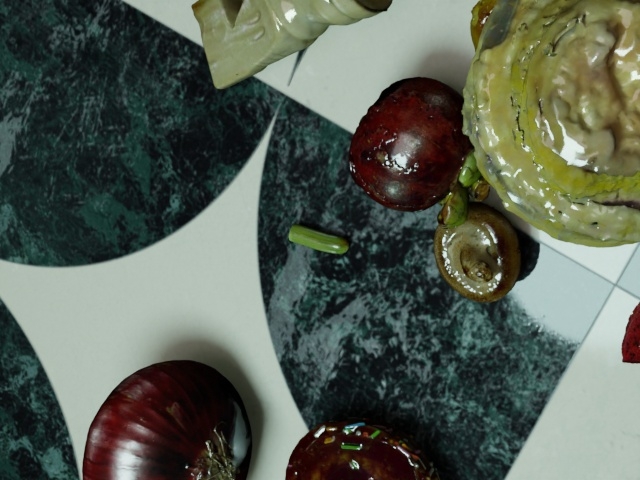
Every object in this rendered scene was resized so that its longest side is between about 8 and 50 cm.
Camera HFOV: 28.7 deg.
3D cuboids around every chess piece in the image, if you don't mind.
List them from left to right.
[{"bbox_3d":[-0.049,-0.293,1.593,0.301,0.137,0.137,-23,92,41],"label":"chess piece"}]

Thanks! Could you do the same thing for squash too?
[{"bbox_3d":[0.000,0.000,1.683,0.083,0.027,0.027,18,110,22],"label":"squash"}]

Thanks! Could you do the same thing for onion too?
[{"bbox_3d":[-0.230,0.296,1.755,0.285,0.273,0.273,12,109,45],"label":"onion"}]

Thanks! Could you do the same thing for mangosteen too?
[{"bbox_3d":[0.129,-0.106,1.518,0.180,0.166,0.166,35,116,4],"label":"mangosteen"}]

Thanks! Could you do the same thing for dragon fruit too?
[{"bbox_3d":[0.426,0.092,1.455,0.162,0.083,0.106,153,120,-70],"label":"dragon fruit"}]

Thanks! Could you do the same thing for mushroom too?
[{"bbox_3d":[0.197,0.015,1.556,0.109,0.085,0.126,30,123,56],"label":"mushroom"}]

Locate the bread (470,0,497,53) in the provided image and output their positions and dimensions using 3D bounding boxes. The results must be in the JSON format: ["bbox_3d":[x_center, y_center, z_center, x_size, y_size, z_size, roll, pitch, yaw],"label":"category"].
[{"bbox_3d":[0.267,-0.166,1.477,0.139,0.077,0.271,-10,96,26],"label":"bread"}]

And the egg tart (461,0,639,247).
[{"bbox_3d":[0.324,-0.161,1.358,0.352,0.150,0.352,0,94,3],"label":"egg tart"}]

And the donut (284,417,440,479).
[{"bbox_3d":[0.064,0.346,1.704,0.235,0.089,0.235,7,105,26],"label":"donut"}]
